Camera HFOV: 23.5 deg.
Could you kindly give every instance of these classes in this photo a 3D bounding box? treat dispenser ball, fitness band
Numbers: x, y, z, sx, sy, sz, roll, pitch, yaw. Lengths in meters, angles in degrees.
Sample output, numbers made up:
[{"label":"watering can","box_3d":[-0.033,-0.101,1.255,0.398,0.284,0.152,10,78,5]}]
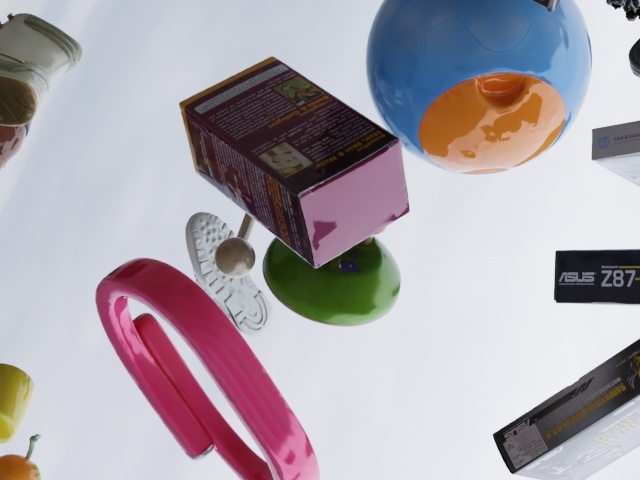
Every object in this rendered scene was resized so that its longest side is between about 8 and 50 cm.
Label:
[{"label":"treat dispenser ball","box_3d":[0.200,-0.227,1.961,0.288,0.288,0.288,-55,-163,25]},{"label":"fitness band","box_3d":[-0.111,0.142,1.482,0.054,0.291,0.209,-40,-166,-24]}]

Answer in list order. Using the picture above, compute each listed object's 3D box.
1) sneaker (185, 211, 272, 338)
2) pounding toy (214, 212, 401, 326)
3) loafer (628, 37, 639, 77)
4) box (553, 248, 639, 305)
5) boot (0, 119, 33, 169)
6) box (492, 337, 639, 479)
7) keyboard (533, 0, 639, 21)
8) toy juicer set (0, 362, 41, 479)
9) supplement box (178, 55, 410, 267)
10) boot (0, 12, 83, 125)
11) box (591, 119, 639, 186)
[{"label":"sneaker","box_3d":[-0.165,0.056,2.425,0.095,0.235,0.090,11,-137,47]},{"label":"pounding toy","box_3d":[0.000,0.000,1.971,0.183,0.237,0.110,-64,173,-50]},{"label":"loafer","box_3d":[0.620,-0.325,2.516,0.267,0.096,0.084,-30,149,-11]},{"label":"box","box_3d":[0.605,0.060,2.386,0.318,0.395,0.097,2,-90,48]},{"label":"boot","box_3d":[-0.547,-0.153,2.140,0.096,0.264,0.280,-28,-149,36]},{"label":"box","box_3d":[0.335,0.197,1.765,0.231,0.183,0.056,-36,-119,19]},{"label":"keyboard","box_3d":[0.259,-0.308,1.571,0.033,0.201,0.317,-64,174,37]},{"label":"toy juicer set","box_3d":[-0.448,0.222,1.630,0.089,0.329,0.209,-87,171,-50]},{"label":"supplement box","box_3d":[-0.023,-0.070,1.301,0.104,0.081,0.188,-30,-137,-22]},{"label":"boot","box_3d":[-0.386,-0.203,1.707,0.165,0.213,0.077,-65,168,-57]},{"label":"box","box_3d":[0.383,-0.083,1.571,0.145,0.186,0.038,-9,-107,37]}]
